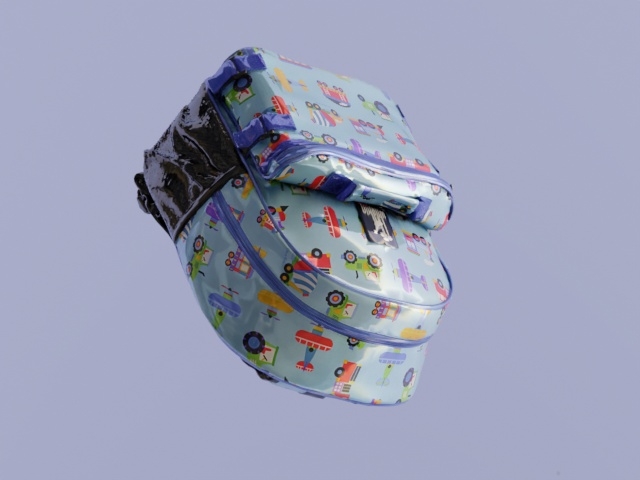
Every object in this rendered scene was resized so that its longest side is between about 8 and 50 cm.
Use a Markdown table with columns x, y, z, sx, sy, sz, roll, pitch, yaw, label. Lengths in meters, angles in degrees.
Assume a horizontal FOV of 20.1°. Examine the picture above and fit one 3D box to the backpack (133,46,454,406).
| x | y | z | sx | sy | sz | roll | pitch | yaw | label |
| --- | --- | --- | --- | --- | --- | --- | --- | --- | --- |
| 0.000 | 0.000 | 0.957 | 0.117 | 0.158 | 0.173 | -52 | -139 | 26 | backpack |
